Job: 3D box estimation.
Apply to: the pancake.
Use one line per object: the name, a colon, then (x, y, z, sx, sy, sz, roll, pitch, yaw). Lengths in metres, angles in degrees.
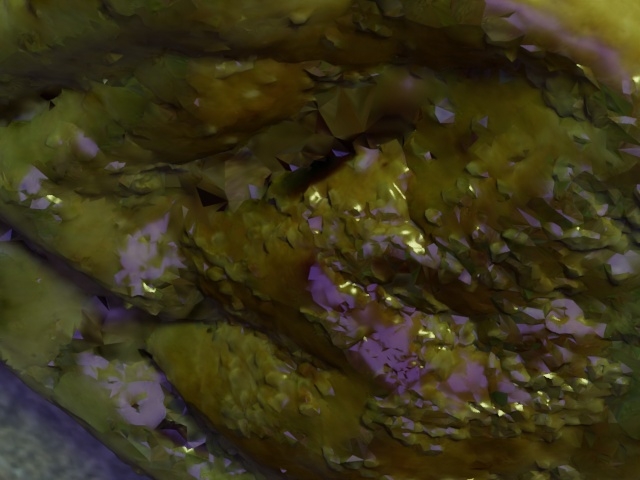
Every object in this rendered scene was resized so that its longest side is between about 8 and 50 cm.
pancake: (0.001, 0.000, 0.733, 0.387, 0.082, 0.387, 10, 131, 12)
